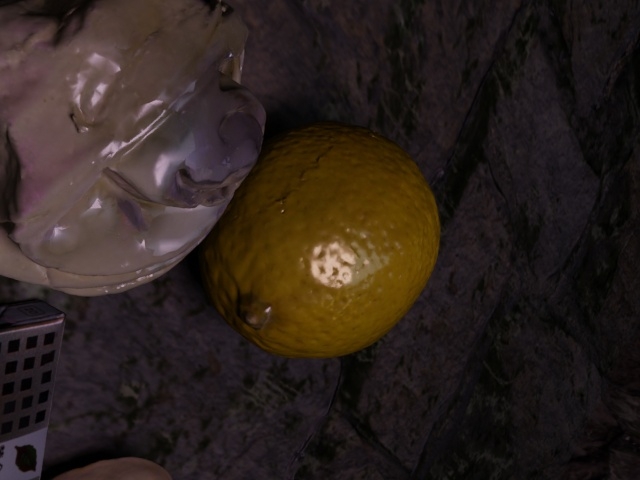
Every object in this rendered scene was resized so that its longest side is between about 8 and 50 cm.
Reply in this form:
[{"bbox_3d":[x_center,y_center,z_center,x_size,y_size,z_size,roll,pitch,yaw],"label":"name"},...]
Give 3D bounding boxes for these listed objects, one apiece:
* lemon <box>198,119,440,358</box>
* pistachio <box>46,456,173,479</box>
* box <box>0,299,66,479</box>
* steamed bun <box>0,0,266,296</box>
[{"bbox_3d":[-0.001,-0.001,1.121,0.267,0.267,0.267,-31,132,-41],"label":"lemon"},{"bbox_3d":[-0.240,0.300,1.070,0.215,0.143,0.144,-37,137,-50],"label":"pistachio"},{"bbox_3d":[-0.366,0.158,0.886,0.324,0.047,0.181,-8,116,-51],"label":"box"},{"bbox_3d":[-0.154,-0.082,0.892,0.268,0.207,0.280,-16,123,-50],"label":"steamed bun"}]
